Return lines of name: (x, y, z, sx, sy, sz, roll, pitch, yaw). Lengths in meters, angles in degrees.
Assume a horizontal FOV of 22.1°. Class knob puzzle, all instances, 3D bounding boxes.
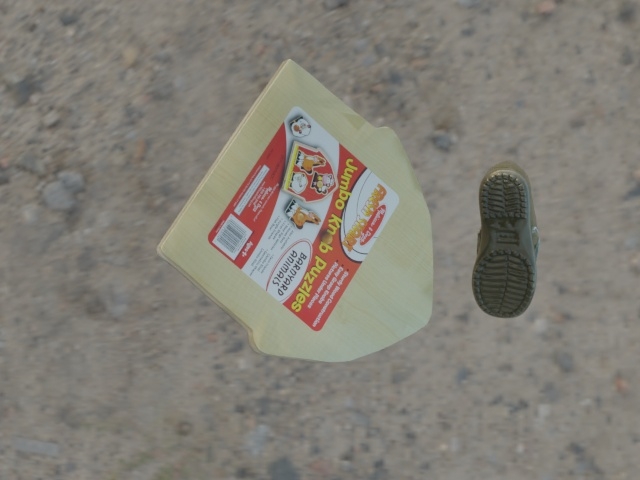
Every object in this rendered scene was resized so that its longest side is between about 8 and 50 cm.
knob puzzle: (0.000, 0.000, 1.135, 0.213, 0.030, 0.213, 5, 80, -30)

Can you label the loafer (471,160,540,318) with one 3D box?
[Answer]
loafer: (0.156, -0.002, 1.350, 0.050, 0.056, 0.148, -62, 158, -53)
